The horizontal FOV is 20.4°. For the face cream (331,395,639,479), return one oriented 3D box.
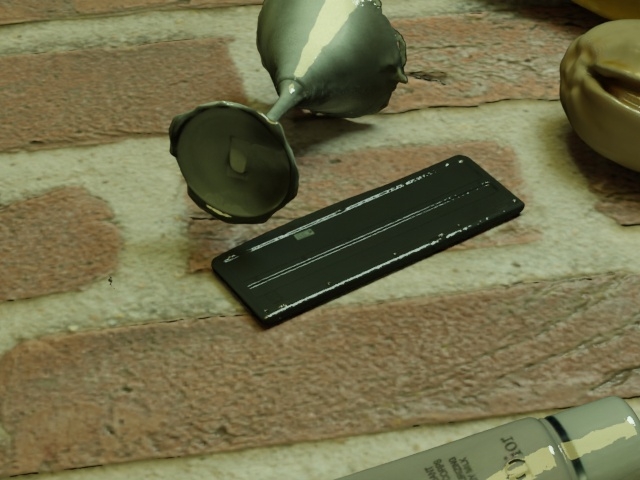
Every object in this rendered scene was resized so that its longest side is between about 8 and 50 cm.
[{"bbox_3d":[0.085,0.199,1.273,0.314,0.089,0.143,-20,43,-7],"label":"face cream"}]

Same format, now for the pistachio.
[{"bbox_3d":[0.313,-0.121,1.600,0.215,0.144,0.144,28,47,15],"label":"pistachio"}]

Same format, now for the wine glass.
[{"bbox_3d":[-0.032,-0.122,1.566,0.156,0.156,0.232,15,36,16],"label":"wine glass"}]

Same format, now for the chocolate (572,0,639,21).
[{"bbox_3d":[0.367,-0.278,1.762,0.445,0.162,0.162,15,43,18],"label":"chocolate"}]

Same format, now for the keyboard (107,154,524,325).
[{"bbox_3d":[-0.002,0.011,1.520,0.381,0.041,0.103,-18,43,-29],"label":"keyboard"}]
